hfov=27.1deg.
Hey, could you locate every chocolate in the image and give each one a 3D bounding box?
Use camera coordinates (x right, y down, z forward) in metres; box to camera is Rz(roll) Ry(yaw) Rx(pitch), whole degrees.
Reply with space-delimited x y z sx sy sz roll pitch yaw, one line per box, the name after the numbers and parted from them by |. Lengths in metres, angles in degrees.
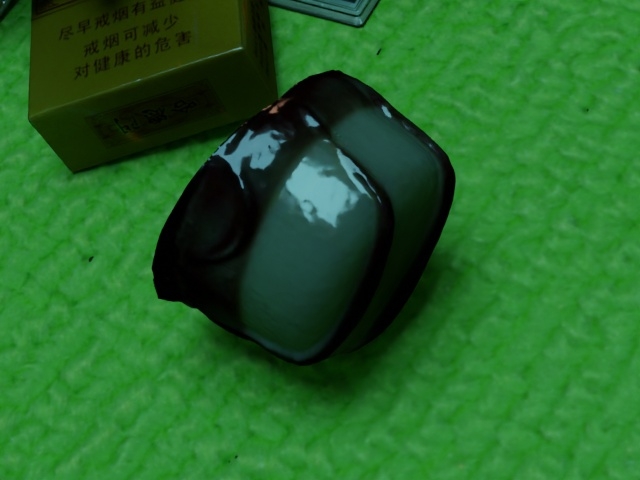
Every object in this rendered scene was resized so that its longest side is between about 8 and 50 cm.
0.000 0.000 1.230 0.186 0.283 0.283 43 74 14 | chocolate

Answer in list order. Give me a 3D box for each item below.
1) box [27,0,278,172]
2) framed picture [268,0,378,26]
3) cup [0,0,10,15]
-0.198 -0.303 1.542 0.264 0.116 0.415 -17 53 12 | box
0.016 -0.395 1.622 0.232 0.019 0.296 18 63 25 | framed picture
-0.477 -0.385 1.649 0.202 0.173 0.255 24 66 26 | cup
